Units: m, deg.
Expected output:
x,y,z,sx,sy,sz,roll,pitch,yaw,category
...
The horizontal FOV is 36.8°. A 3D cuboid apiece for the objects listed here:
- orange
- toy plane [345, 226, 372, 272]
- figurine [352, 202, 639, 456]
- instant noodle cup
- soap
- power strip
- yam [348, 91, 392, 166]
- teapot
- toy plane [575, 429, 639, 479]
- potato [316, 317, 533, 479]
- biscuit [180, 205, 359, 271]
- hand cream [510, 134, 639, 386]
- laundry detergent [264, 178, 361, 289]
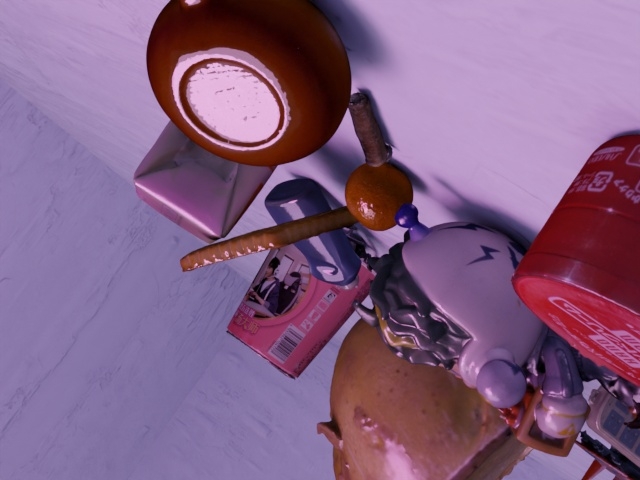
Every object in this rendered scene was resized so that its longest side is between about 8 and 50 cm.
x,y,z,sx,sy,sz,roll,pitch,yaw,category
0.065,-0.050,1.090,0.085,0.085,0.085,34,171,6,orange
0.049,0.011,1.592,0.078,0.053,0.197,25,170,14,toy plane
0.218,0.110,1.053,0.382,0.186,0.261,30,-177,-4,figurine
-0.043,0.112,1.806,0.244,0.255,0.244,35,174,4,instant noodle cup
-0.137,-0.103,1.219,0.138,0.182,0.199,36,172,-8,soap
0.460,0.277,1.350,0.227,0.080,0.029,38,166,-20,power strip
0.049,-0.116,0.970,0.027,0.033,0.129,61,179,26,yam
-0.064,-0.170,0.818,0.178,0.135,0.252,-7,130,24,teapot
0.552,0.403,1.625,0.223,0.104,0.326,36,167,-10,toy plane
0.154,0.268,1.516,0.319,0.385,0.442,47,166,25,potato
-0.037,-0.011,1.203,0.172,0.029,0.255,-15,-179,37,biscuit
0.243,0.027,0.667,0.193,0.125,0.193,35,172,6,hand cream
0.001,-0.001,1.480,0.097,0.061,0.206,-11,125,38,laundry detergent
